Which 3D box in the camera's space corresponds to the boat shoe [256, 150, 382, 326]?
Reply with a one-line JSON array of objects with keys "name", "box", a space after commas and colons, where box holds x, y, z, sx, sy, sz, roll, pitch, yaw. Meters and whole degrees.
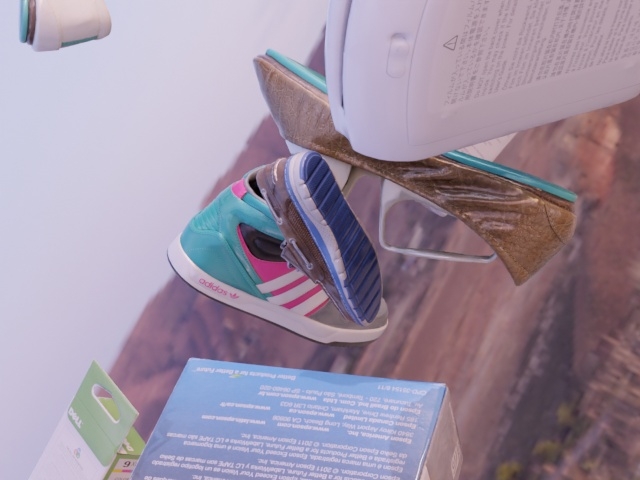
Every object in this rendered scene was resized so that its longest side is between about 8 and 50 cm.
[{"name": "boat shoe", "box": [0.000, 0.000, 1.124, 0.066, 0.183, 0.066, -6, 29, 34]}]

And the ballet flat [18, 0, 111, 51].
[{"name": "ballet flat", "box": [-0.333, -0.420, 1.596, 0.139, 0.139, 0.400, 121, 143, -64]}]

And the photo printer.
[{"name": "photo printer", "box": [0.144, -0.195, 0.933, 0.307, 0.107, 0.256, -18, -42, -28]}]

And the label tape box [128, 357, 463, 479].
[{"name": "label tape box", "box": [-0.044, 0.254, 0.966, 0.334, 0.240, 0.106, -65, -29, -44]}]

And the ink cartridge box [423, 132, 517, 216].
[{"name": "ink cartridge box", "box": [0.207, -0.223, 1.509, 0.371, 0.176, 0.069, -48, 29, -2]}]

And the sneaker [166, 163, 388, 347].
[{"name": "sneaker", "box": [-0.005, 0.005, 1.393, 0.178, 0.295, 0.124, -51, 37, 25]}]

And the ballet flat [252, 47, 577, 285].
[{"name": "ballet flat", "box": [0.068, -0.057, 1.154, 0.124, 0.342, 0.116, -64, -5, 9]}]

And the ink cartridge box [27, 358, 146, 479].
[{"name": "ink cartridge box", "box": [-0.264, 0.254, 1.445, 0.062, 0.109, 0.209, 12, -66, -47]}]
